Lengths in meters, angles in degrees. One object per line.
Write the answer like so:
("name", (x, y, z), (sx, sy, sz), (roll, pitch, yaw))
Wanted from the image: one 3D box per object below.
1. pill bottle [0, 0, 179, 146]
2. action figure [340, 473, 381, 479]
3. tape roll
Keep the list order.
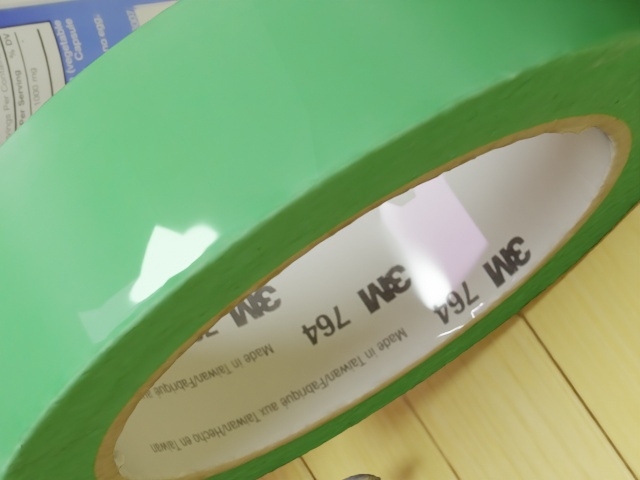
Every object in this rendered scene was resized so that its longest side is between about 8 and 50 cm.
("pill bottle", (-0.190, -0.081, 0.819), (0.152, 0.272, 0.152), (18, 115, 43))
("action figure", (-0.015, 0.325, 0.845), (0.341, 0.178, 0.330), (-33, 68, 45))
("tape roll", (0.000, 0.000, 0.604), (0.077, 0.321, 0.321), (57, 136, 18))
